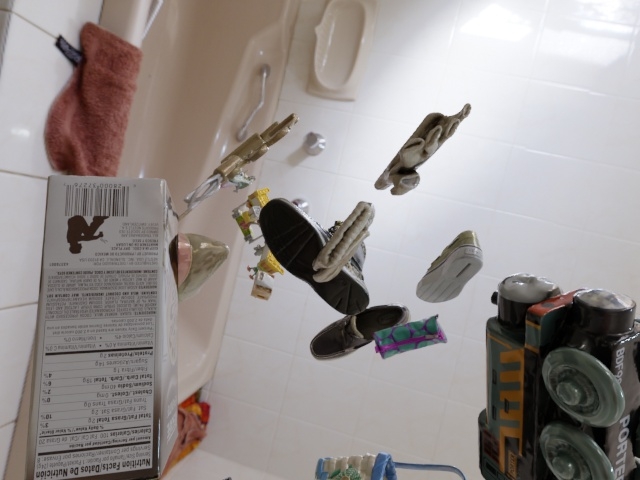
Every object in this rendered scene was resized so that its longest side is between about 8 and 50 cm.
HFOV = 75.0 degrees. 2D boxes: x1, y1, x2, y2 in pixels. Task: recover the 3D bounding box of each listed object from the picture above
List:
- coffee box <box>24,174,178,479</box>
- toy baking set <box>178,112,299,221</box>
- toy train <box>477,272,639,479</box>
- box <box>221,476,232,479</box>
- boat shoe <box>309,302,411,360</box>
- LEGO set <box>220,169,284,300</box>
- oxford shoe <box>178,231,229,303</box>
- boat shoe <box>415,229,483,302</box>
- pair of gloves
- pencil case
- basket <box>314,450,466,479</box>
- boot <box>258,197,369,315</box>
[{"bbox_3d":[-0.229,0.095,0.478,0.168,0.118,0.297,142,-54,-73],"label":"coffee box"},{"bbox_3d":[-0.140,-0.118,0.654,0.256,0.030,0.197,-37,-163,9],"label":"toy baking set"},{"bbox_3d":[0.276,0.200,0.489,0.190,0.142,0.334,25,-53,62],"label":"toy train"},{"bbox_3d":[-0.175,0.613,0.692,0.073,0.293,0.295,5,127,-42],"label":"box"},{"bbox_3d":[0.095,0.230,1.083,0.092,0.285,0.103,52,18,-63],"label":"boat shoe"},{"bbox_3d":[-0.143,-0.001,0.871,0.132,0.107,0.287,11,57,-54],"label":"LEGO set"},{"bbox_3d":[-0.338,0.110,0.880,0.146,0.397,0.141,3,63,-48],"label":"oxford shoe"},{"bbox_3d":[0.358,0.083,1.152,0.302,0.109,0.094,117,-7,-57],"label":"boat shoe"},{"bbox_3d":[0.071,-0.046,0.502,0.240,0.042,0.204,-51,179,-11],"label":"pair of gloves"},{"bbox_3d":[0.194,0.212,0.912,0.070,0.151,0.065,-27,97,-77],"label":"pencil case"},{"bbox_3d":[0.116,0.529,0.752,0.255,0.288,0.201,-71,155,-47],"label":"basket"},{"bbox_3d":[-0.001,0.002,0.731,0.085,0.236,0.179,-37,-165,22],"label":"boot"}]
